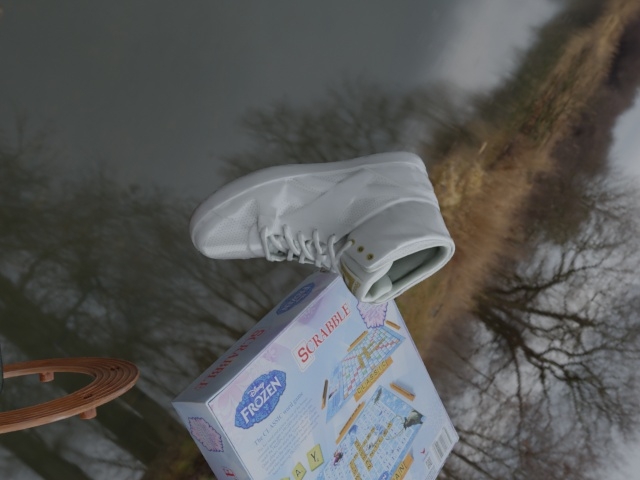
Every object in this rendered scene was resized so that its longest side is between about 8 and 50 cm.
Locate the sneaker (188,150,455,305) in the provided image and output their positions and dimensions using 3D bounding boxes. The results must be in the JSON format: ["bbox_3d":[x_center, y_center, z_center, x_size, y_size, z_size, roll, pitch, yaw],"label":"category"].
[{"bbox_3d":[0.000,0.000,0.753,0.293,0.169,0.108,-15,139,-2],"label":"sneaker"}]

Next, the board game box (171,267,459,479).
[{"bbox_3d":[0.021,0.220,0.807,0.066,0.317,0.319,-12,-160,42],"label":"board game box"}]

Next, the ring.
[{"bbox_3d":[-0.417,0.214,0.908,0.337,0.337,0.032,-15,102,-70],"label":"ring"}]

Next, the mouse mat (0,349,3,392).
[{"bbox_3d":[-0.271,0.050,0.445,0.190,0.007,0.152,-17,101,-85],"label":"mouse mat"}]
